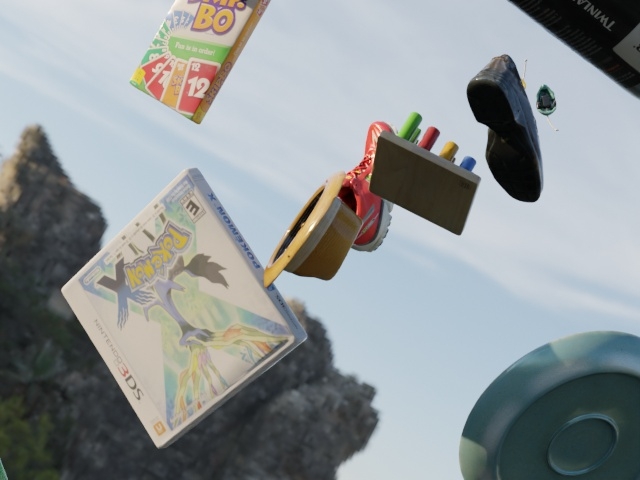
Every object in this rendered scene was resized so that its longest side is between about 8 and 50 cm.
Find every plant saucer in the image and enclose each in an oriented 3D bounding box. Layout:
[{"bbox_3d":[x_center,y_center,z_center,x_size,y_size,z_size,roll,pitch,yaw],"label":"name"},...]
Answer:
[{"bbox_3d":[0.339,0.261,1.562,0.317,0.317,0.044,36,15,-32],"label":"plant saucer"}]

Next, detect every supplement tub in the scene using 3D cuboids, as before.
[{"bbox_3d":[0.349,-0.343,1.470,0.338,0.207,0.207,34,-14,-10],"label":"supplement tub"}]

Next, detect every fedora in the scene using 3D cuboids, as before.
[{"bbox_3d":[0.000,0.000,1.558,0.079,0.194,0.194,34,-13,-7],"label":"fedora"}]

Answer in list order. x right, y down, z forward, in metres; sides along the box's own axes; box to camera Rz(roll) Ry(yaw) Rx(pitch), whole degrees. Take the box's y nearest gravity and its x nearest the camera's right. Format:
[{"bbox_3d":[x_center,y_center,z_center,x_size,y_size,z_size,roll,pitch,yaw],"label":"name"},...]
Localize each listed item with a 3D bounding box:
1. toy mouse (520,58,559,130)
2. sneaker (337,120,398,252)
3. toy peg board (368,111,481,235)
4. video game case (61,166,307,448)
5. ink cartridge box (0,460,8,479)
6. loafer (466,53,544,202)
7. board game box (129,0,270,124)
[{"bbox_3d":[0.411,-0.255,2.319,0.143,0.161,0.031,39,-11,13],"label":"toy mouse"},{"bbox_3d":[0.090,-0.118,2.352,0.118,0.279,0.107,17,-19,-24],"label":"sneaker"},{"bbox_3d":[0.166,-0.107,1.764,0.160,0.079,0.161,27,-25,10],"label":"toy peg board"},{"bbox_3d":[-0.212,0.106,1.745,0.300,0.329,0.036,56,30,10],"label":"video game case"},{"bbox_3d":[-0.526,0.366,1.595,0.056,0.225,0.181,28,-35,19],"label":"ink cartridge box"},{"bbox_3d":[0.205,-0.115,1.230,0.062,0.061,0.170,9,-44,34],"label":"loafer"},{"bbox_3d":[-0.159,-0.307,1.685,0.124,0.259,0.039,31,1,22],"label":"board game box"}]
